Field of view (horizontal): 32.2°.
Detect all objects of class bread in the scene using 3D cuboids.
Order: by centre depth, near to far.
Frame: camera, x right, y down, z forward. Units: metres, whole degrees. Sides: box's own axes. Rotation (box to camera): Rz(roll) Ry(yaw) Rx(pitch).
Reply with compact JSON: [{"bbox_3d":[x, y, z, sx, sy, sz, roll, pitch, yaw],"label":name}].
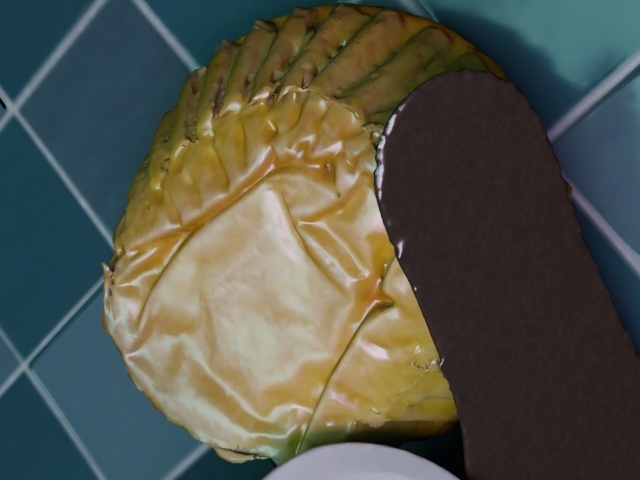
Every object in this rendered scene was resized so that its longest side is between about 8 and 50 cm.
[{"bbox_3d":[0.003,-0.002,0.553,0.240,0.139,0.239,4,100,25],"label":"bread"}]

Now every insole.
[{"bbox_3d":[0.101,0.072,0.504,0.007,0.111,0.327,38,153,61],"label":"insole"}]

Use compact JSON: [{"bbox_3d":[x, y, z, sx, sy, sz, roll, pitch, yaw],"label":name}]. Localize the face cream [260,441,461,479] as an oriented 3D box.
[{"bbox_3d":[-0.028,0.248,0.586,0.145,0.145,0.369,45,143,14],"label":"face cream"}]
